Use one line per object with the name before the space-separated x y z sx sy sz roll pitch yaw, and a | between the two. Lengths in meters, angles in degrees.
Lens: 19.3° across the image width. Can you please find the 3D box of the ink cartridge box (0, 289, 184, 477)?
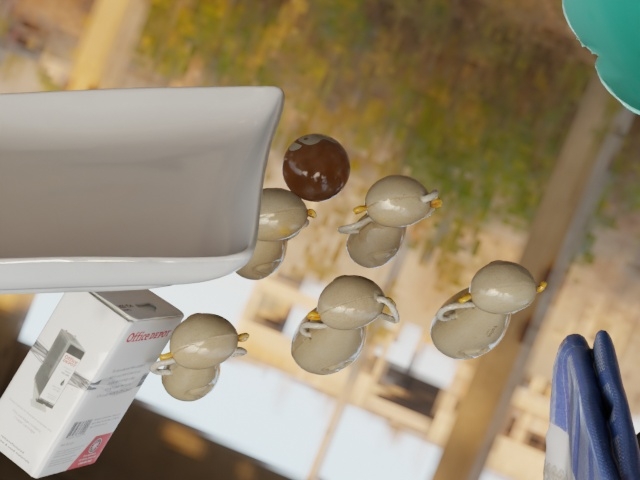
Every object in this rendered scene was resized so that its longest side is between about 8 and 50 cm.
ink cartridge box | -0.168 0.094 1.340 0.056 0.135 0.099 35 -169 16

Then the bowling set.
bowling set | 0.000 0.000 1.388 0.287 0.200 0.154 -11 164 -14

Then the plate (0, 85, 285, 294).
plate | -0.168 -0.030 1.243 0.278 0.045 0.277 -2 -153 4

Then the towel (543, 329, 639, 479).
towel | 0.135 0.213 0.996 0.034 0.285 0.209 3 -157 0

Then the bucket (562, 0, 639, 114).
bucket | 0.306 -0.185 1.185 0.281 0.281 0.183 23 -169 32

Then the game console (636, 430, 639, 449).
game console | 0.310 0.211 1.596 0.107 0.071 0.122 -3 -135 -7
